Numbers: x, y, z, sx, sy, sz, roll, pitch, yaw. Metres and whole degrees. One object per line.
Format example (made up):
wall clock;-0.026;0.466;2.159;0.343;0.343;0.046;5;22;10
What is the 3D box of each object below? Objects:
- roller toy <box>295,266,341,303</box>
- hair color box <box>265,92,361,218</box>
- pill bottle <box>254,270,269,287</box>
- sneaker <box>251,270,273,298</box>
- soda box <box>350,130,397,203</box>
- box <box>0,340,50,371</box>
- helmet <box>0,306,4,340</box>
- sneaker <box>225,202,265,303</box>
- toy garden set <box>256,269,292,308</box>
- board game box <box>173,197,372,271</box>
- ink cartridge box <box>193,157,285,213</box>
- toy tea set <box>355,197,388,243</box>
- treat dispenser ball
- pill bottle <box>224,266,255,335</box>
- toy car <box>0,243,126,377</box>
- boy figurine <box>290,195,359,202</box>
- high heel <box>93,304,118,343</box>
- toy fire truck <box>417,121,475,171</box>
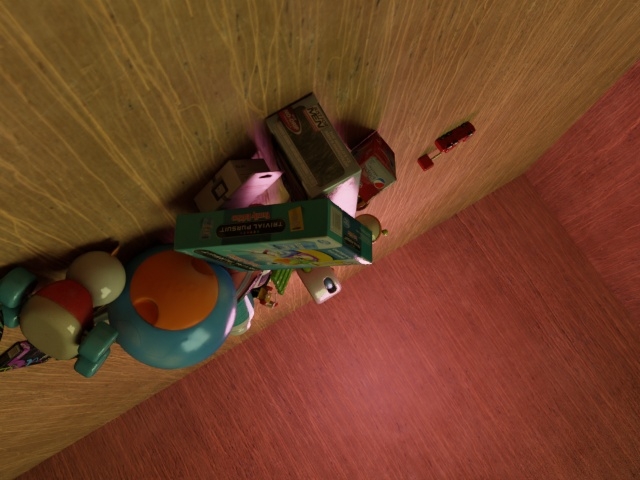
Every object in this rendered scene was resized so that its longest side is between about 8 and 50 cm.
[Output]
roller toy;-0.002;0.165;2.306;0.146;0.191;0.209;-32;167;-6
hair color box;-0.009;-0.135;1.160;0.114;0.185;0.374;-29;167;-6
pill bottle;-0.204;0.072;1.660;0.108;0.108;0.193;-27;167;-24
sneaker;-0.243;0.180;2.003;0.084;0.097;0.235;-40;165;34
soda box;0.124;-0.184;1.286;0.092;0.083;0.263;-37;-167;19
box;-0.751;0.294;1.378;0.116;0.029;0.162;-36;168;16
helmet;-0.602;0.132;0.852;0.169;0.169;0.161;-27;-177;-22
sneaker;-0.202;0.041;1.370;0.314;0.136;0.116;-56;179;9
toy garden set;-0.175;0.163;1.982;0.244;0.049;0.203;83;27;-69
board game box;-0.089;0.001;1.107;0.336;0.079;0.254;-5;165;23
ink cartridge box;-0.170;-0.117;1.109;0.180;0.060;0.104;-37;167;36
toy tea set;0.034;-0.036;1.630;0.336;0.200;0.124;-28;177;7
treat dispenser ball;-0.337;0.150;1.222;0.288;0.288;0.288;-31;167;-8
pill bottle;-0.276;0.168;1.544;0.146;0.146;0.264;-28;138;-17
toy car;-0.475;0.108;1.067;0.210;0.219;0.238;-47;-171;50
boy figurine;0.040;-0.129;1.529;0.285;0.092;0.177;-22;161;-28
high heel;-0.511;0.212;1.477;0.186;0.093;0.261;-28;159;9
toy fire truck;0.434;-0.323;1.825;0.192;0.047;0.135;-31;168;-8
